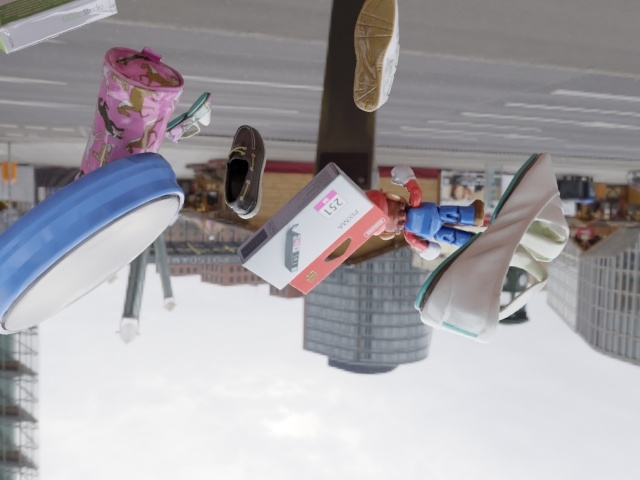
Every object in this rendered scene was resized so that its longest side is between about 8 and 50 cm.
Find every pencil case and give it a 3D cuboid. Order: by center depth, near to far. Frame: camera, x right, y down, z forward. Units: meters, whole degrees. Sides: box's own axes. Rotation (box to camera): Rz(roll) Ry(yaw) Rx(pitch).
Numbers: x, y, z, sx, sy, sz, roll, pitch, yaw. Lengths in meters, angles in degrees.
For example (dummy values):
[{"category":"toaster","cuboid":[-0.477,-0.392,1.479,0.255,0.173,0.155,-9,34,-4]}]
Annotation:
[{"category":"pencil case","cuboid":[-0.389,-0.180,1.189,0.160,0.386,0.167,-9,-134,-45]}]

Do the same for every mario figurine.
[{"category":"mario figurine","cuboid":[0.251,-0.071,1.545,0.320,0.198,0.170,12,163,10]}]

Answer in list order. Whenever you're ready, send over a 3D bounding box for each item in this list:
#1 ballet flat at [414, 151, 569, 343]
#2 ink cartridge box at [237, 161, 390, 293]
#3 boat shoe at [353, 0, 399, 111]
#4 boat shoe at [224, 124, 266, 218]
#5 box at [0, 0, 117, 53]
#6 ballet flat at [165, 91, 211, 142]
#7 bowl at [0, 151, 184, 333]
[{"category":"ballet flat","cuboid":[0.292,0.012,0.906,0.139,0.139,0.400,5,-142,45]},{"category":"ink cartridge box","cuboid":[0.000,0.000,1.282,0.239,0.275,0.060,38,-165,-41]},{"category":"boat shoe","cuboid":[0.140,-0.451,1.425,0.098,0.277,0.096,25,-145,26]},{"category":"boat shoe","cuboid":[-0.170,-0.165,1.332,0.081,0.228,0.068,-13,154,24]},{"category":"box","cuboid":[-0.587,-0.487,1.180,0.232,0.059,0.322,-36,-124,-29]},{"category":"ballet flat","cuboid":[-0.393,-0.374,1.861,0.221,0.077,0.079,-31,124,28]},{"category":"bowl","cuboid":[-0.388,0.010,0.994,0.391,0.077,0.391,-40,180,0]}]
